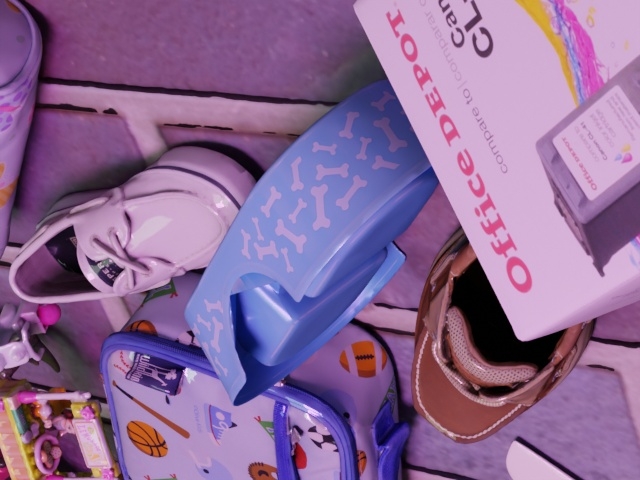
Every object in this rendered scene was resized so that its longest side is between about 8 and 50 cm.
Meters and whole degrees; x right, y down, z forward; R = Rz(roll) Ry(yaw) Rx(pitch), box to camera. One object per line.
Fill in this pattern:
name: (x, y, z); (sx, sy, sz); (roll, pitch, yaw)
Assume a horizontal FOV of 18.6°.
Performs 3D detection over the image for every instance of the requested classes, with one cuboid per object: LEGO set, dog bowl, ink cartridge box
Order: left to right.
LEGO set: (-0.193, 0.181, 1.673); (0.107, 0.132, 0.287); (-4, 136, 26)
dog bowl: (0.000, 0.000, 1.300); (0.074, 0.166, 0.297); (48, 146, 10)
ink cartridge box: (0.176, -0.109, 0.978); (0.306, 0.131, 0.226); (-40, 72, 53)

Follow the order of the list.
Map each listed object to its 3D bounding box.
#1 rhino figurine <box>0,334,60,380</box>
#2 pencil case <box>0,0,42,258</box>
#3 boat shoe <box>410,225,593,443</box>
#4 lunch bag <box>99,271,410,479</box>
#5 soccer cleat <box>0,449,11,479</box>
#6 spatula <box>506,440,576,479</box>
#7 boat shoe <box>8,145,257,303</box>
rhino figurine: (-0.337, 0.072, 1.748); (0.243, 0.073, 0.106); (19, 135, 15)
pencil case: (-0.285, -0.080, 1.504); (0.124, 0.113, 0.273); (56, 150, 20)
boat shoe: (0.117, 0.044, 1.266); (0.122, 0.120, 0.324); (34, 144, 9)
lunch bag: (-0.044, 0.166, 1.554); (0.243, 0.115, 0.303); (19, 141, 23)
soccer cleat: (-0.257, 0.292, 1.845); (0.331, 0.116, 0.143); (25, 161, 2)
spatula: (0.222, 0.260, 1.498); (0.242, 0.019, 0.168); (34, 139, 7)
boat shoe: (-0.147, -0.001, 1.483); (0.267, 0.088, 0.096); (-8, 123, 46)
